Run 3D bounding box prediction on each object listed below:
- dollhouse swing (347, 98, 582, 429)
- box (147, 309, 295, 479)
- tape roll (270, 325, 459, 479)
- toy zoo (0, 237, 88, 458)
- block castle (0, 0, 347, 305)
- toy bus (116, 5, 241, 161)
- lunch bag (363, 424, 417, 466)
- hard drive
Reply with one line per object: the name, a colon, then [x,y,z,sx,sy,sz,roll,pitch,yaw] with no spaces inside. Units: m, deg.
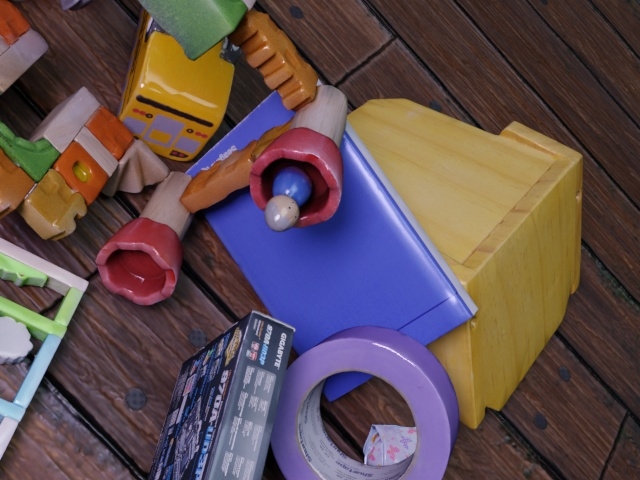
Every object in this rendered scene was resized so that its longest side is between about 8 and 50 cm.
dollhouse swing: [0.151,0.005,1.064,0.347,0.304,0.315,-41,132,-41]
box: [-0.106,0.194,0.717,0.051,0.175,0.220,26,53,-20]
tape roll: [0.047,0.188,0.805,0.189,0.189,0.080,57,16,5]
toy zoo: [-0.355,0.118,0.687,0.192,0.030,0.293,30,52,-17]
block castle: [-0.210,-0.159,0.692,0.453,0.303,0.213,49,33,-25]
toy bus: [-0.163,-0.275,0.959,0.108,0.130,0.333,18,57,-24]
lunch bag: [0.089,0.257,0.892,0.071,0.053,0.083,11,70,-26]
hard drive: [0.000,0.000,0.870,0.319,0.210,0.040,56,29,4]
